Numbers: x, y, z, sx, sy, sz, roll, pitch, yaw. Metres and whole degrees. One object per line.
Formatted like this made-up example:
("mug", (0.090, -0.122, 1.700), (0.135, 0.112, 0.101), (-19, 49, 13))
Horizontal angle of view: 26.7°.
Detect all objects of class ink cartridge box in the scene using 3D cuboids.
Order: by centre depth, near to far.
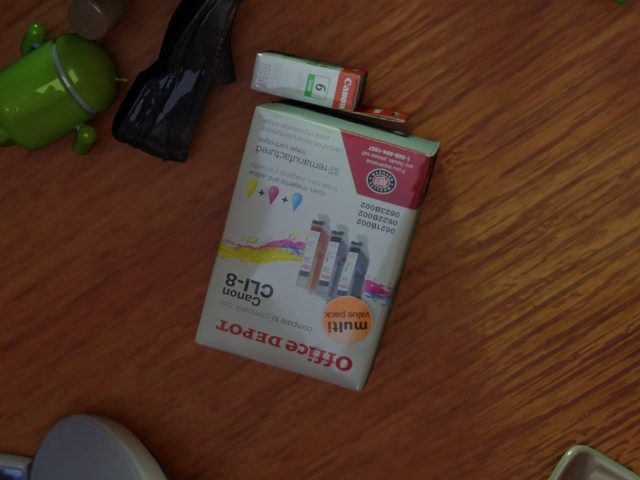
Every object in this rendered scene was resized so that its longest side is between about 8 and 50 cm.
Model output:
("ink cartridge box", (0.000, 0.000, 0.974), (0.128, 0.127, 0.176), (16, 101, 4))
("ink cartridge box", (0.011, -0.114, 0.988), (0.115, 0.063, 0.029), (13, 102, 5))

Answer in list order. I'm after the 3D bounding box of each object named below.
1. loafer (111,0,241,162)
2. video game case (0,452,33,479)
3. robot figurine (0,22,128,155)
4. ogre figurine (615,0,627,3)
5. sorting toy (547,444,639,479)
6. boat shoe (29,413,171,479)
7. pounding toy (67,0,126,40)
("loafer", (-0.090, -0.137, 1.007), (0.061, 0.062, 0.170), (29, 105, -20))
("video game case", (-0.341, 0.253, 1.108), (0.201, 0.023, 0.183), (8, 99, 7))
("robot figurine", (-0.203, -0.112, 1.014), (0.115, 0.067, 0.101), (-29, 85, 10))
("ogre figurine", (0.222, -0.270, 0.911), (0.118, 0.097, 0.197), (-27, 106, -16))
("sorting toy", (0.231, 0.277, 1.024), (0.196, 0.047, 0.347), (30, 100, 2))
("boat shoe", (-0.085, 0.288, 1.029), (0.136, 0.156, 0.367), (-47, 61, 16))
("pounding toy", (-0.165, -0.215, 0.913), (0.181, 0.094, 0.206), (13, 131, 12))
